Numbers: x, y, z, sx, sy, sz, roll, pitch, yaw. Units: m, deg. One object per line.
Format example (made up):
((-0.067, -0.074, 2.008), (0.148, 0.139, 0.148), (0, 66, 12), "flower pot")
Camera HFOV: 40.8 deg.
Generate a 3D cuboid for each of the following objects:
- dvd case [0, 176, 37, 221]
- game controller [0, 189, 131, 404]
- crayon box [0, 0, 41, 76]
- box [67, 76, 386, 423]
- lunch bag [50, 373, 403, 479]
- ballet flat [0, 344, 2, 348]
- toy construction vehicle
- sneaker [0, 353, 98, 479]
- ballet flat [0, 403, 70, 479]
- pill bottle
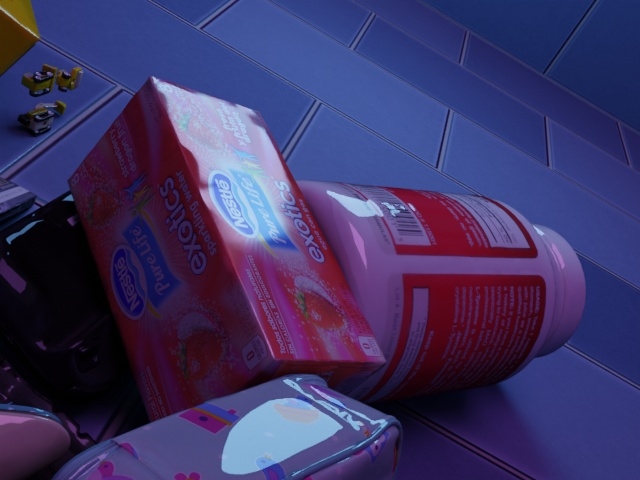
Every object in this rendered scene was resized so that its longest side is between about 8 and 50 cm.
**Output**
((-0.397, -0.080, 0.839), (0.221, 0.018, 0.164), (27, 4, -10), "dvd case")
((-0.206, 0.025, 0.841), (0.166, 0.067, 0.319), (46, 25, -4), "game controller")
((-0.481, -0.364, 0.949), (0.313, 0.106, 0.363), (38, 16, -42), "crayon box")
((-0.094, 0.022, 0.767), (0.142, 0.154, 0.300), (10, 45, -48), "box")
((-0.070, 0.222, 0.571), (0.108, 0.224, 0.279), (26, 24, 34), "lunch bag")
((-0.346, 0.036, 0.753), (0.067, 0.073, 0.206), (-25, 55, -24), "ballet flat")
((-0.333, -0.177, 1.041), (0.035, 0.086, 0.098), (29, 30, 7), "toy construction vehicle")
((-0.257, 0.144, 0.654), (0.267, 0.101, 0.106), (44, 69, -4), "sneaker")
((-0.291, 0.152, 0.552), (0.248, 0.086, 0.086), (2, 36, -5), "ballet flat")
((0.112, 0.058, 0.963), (0.407, 0.229, 0.229), (2, 41, -41), "pill bottle")
